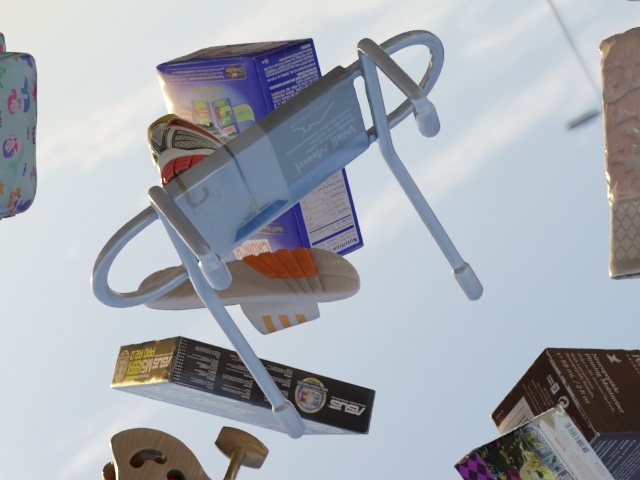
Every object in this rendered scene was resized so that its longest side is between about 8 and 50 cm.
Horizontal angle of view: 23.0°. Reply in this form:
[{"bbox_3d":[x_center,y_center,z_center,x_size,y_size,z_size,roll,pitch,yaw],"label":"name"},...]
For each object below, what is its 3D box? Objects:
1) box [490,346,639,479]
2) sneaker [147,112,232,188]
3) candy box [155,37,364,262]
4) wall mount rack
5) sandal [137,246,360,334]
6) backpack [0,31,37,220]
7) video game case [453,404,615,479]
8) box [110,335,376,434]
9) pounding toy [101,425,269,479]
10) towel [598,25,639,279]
[{"bbox_3d":[0.399,0.273,2.341,0.167,0.203,0.168,-58,-135,34],"label":"box"},{"bbox_3d":[-0.105,-0.084,1.677,0.088,0.093,0.225,-32,159,16],"label":"sneaker"},{"bbox_3d":[-0.089,-0.124,2.291,0.122,0.317,0.268,-23,-164,-33],"label":"candy box"},{"bbox_3d":[0.000,0.000,1.285,0.350,0.304,0.130,-36,-119,-9],"label":"wall mount rack"},{"bbox_3d":[-0.083,0.068,1.879,0.265,0.076,0.102,-4,-147,3],"label":"sandal"},{"bbox_3d":[-0.417,-0.111,1.651,0.191,0.225,0.253,8,-168,26],"label":"backpack"},{"bbox_3d":[0.276,0.308,1.747,0.042,0.232,0.210,-44,164,32],"label":"video game case"},{"bbox_3d":[-0.100,0.185,1.960,0.216,0.270,0.060,-13,-117,62],"label":"box"},{"bbox_3d":[-0.181,0.276,1.708,0.269,0.154,0.155,-51,168,-41],"label":"pounding toy"},{"bbox_3d":[0.463,-0.118,1.837,0.053,0.317,0.332,6,171,-39],"label":"towel"}]
